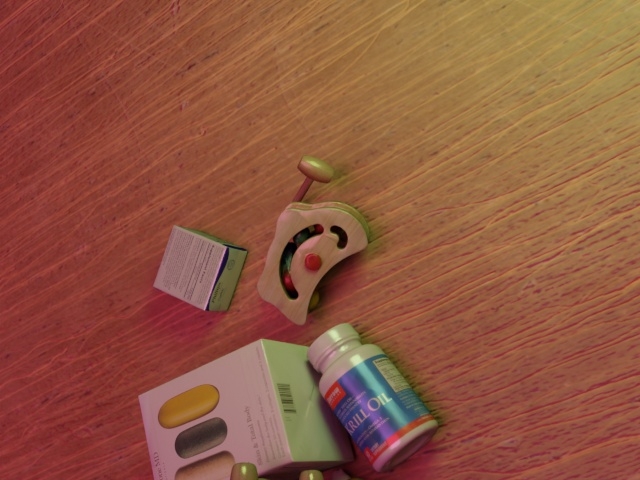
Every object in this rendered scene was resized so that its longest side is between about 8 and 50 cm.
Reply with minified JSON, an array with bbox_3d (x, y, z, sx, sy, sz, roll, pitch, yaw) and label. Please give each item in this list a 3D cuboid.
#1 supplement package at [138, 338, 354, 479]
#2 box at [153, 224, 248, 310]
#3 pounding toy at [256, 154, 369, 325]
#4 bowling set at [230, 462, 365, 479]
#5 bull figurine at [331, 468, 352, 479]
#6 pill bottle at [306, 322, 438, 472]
[{"bbox_3d":[-0.124,0.309,1.367,0.263,0.198,0.199,-27,66,23],"label":"supplement package"},{"bbox_3d":[-0.224,0.052,1.537,0.137,0.072,0.126,21,93,30],"label":"box"},{"bbox_3d":[0.000,0.000,1.423,0.154,0.155,0.269,19,104,2],"label":"pounding toy"},{"bbox_3d":[-0.022,0.422,1.198,0.200,0.287,0.154,-6,62,7],"label":"bowling set"},{"bbox_3d":[0.001,0.533,1.333,0.189,0.101,0.310,-15,72,32],"label":"bull figurine"},{"bbox_3d":[0.075,0.245,1.316,0.124,0.124,0.221,-47,64,16],"label":"pill bottle"}]
